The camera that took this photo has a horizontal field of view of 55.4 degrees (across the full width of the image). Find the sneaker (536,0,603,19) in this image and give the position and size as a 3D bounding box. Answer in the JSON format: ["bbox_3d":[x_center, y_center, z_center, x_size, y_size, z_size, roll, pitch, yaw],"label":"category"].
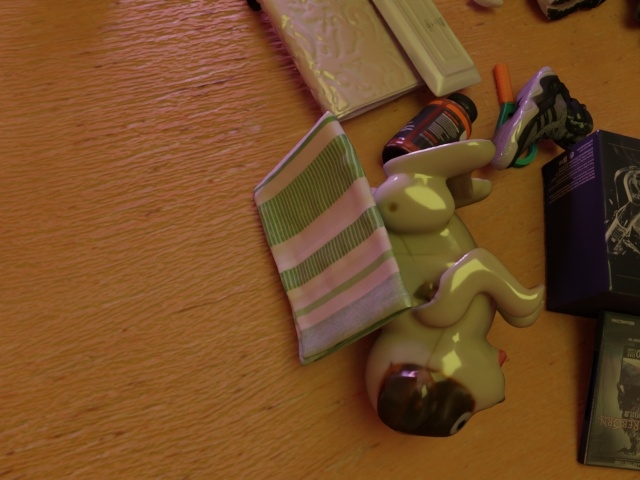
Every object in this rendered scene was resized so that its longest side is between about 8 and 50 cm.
[{"bbox_3d":[0.596,-0.602,1.392,0.279,0.107,0.118,-22,71,-24],"label":"sneaker"}]

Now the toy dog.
[{"bbox_3d":[0.151,0.095,0.946,0.396,0.284,0.407,-10,76,3],"label":"toy dog"}]

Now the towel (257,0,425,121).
[{"bbox_3d":[0.059,-0.414,1.183,0.317,0.053,0.331,-27,83,-29],"label":"towel"}]

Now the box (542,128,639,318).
[{"bbox_3d":[0.626,-0.006,1.168,0.343,0.179,0.312,10,71,-13],"label":"box"}]

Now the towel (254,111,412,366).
[{"bbox_3d":[0.000,0.000,0.931,0.038,0.248,0.324,3,60,-39],"label":"towel"}]

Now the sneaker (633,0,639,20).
[{"bbox_3d":[0.779,-0.623,1.468,0.125,0.104,0.262,26,62,12],"label":"sneaker"}]

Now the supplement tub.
[{"bbox_3d":[0.213,-0.195,1.146,0.106,0.106,0.198,45,67,1],"label":"supplement tub"}]

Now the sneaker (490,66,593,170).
[{"bbox_3d":[0.442,-0.215,1.197,0.153,0.101,0.268,35,64,-3],"label":"sneaker"}]

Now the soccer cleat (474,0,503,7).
[{"bbox_3d":[0.361,-0.599,1.345,0.076,0.068,0.196,9,71,-29],"label":"soccer cleat"}]

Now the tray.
[{"bbox_3d":[0.208,-0.412,1.193,0.145,0.030,0.270,-25,80,-34],"label":"tray"}]

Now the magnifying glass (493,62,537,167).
[{"bbox_3d":[0.394,-0.261,1.264,0.092,0.026,0.231,-1,73,-17],"label":"magnifying glass"}]

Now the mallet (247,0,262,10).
[{"bbox_3d":[-0.064,-0.495,1.201,0.190,0.039,0.062,-17,79,-25],"label":"mallet"}]

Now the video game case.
[{"bbox_3d":[0.576,0.277,1.108,0.196,0.026,0.274,10,86,-13],"label":"video game case"}]
